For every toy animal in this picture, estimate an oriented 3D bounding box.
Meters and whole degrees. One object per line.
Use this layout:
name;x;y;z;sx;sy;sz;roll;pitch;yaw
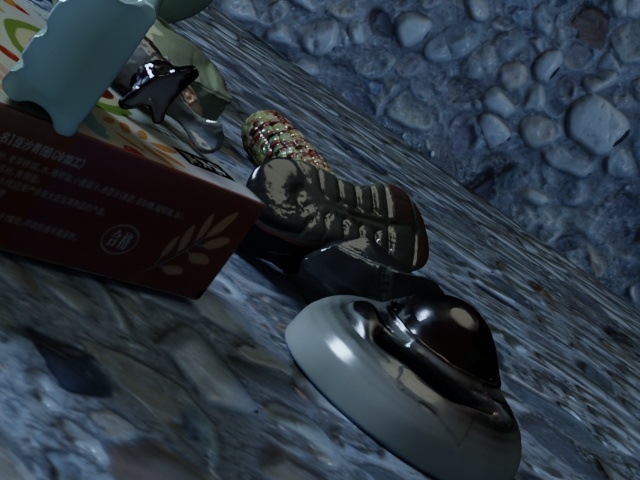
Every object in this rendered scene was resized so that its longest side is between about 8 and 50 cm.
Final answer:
toy animal;-0.173;-0.158;1.302;0.202;0.070;0.105;39;-2;28

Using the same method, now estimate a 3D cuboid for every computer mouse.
computer mouse;0.057;0.064;1.567;0.192;0.106;0.062;28;20;-29

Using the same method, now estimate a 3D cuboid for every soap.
soap;-0.176;-0.159;1.094;0.066;0.119;0.198;34;11;-12

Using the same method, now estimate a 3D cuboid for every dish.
dish;0.110;0.118;1.420;0.273;0.134;0.273;33;12;-8

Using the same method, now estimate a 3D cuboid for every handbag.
handbag;-0.265;-0.286;2.074;0.253;0.109;0.316;34;4;-29

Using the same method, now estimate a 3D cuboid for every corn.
corn;-0.038;-0.108;2.069;0.086;0.086;0.253;27;14;-39

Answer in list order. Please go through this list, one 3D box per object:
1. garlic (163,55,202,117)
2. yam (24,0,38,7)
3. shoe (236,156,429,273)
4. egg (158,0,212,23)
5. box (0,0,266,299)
garlic;-0.234;-0.196;1.827;0.174;0.099;0.124;37;-4;12
yam;-0.369;-0.250;1.698;0.068;0.068;0.169;34;10;-11
shoe;0.004;-0.007;1.639;0.291;0.137;0.114;14;60;-39
egg;-0.322;-0.460;2.260;0.371;0.230;0.230;24;6;19
box;-0.286;-0.120;1.236;0.344;0.122;0.385;42;13;31
